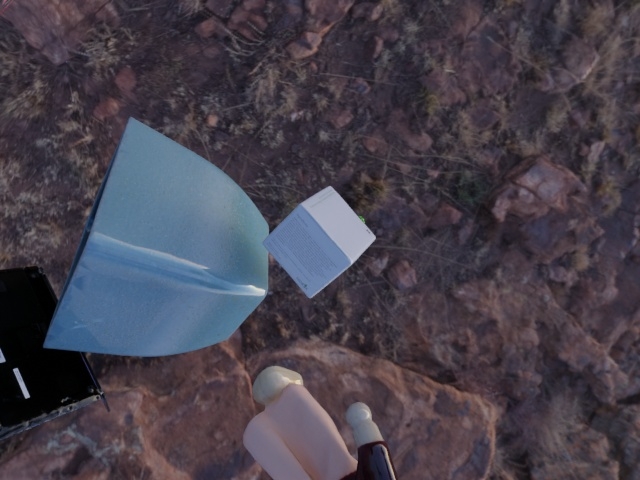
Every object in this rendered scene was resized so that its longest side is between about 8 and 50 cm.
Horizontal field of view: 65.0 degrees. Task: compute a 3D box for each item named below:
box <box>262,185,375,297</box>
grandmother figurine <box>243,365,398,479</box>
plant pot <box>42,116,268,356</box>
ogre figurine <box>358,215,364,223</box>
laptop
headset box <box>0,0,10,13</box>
[{"bbox_3d":[0.000,0.000,0.672,0.102,0.101,0.087,50,121,1],"label":"box"},{"bbox_3d":[0.025,0.281,0.529,0.104,0.342,0.208,-10,111,-31],"label":"grandmother figurine"},{"bbox_3d":[-0.215,0.024,0.740,0.252,0.248,0.247,20,132,-25],"label":"plant pot"},{"bbox_3d":[0.035,-0.005,1.274,0.097,0.118,0.197,77,28,-57],"label":"ogre figurine"},{"bbox_3d":[-0.436,0.171,0.747,0.136,0.234,0.264,-39,167,24],"label":"laptop"},{"bbox_3d":[-0.677,-0.514,0.986,0.110,0.293,0.218,41,77,-31],"label":"headset box"}]
